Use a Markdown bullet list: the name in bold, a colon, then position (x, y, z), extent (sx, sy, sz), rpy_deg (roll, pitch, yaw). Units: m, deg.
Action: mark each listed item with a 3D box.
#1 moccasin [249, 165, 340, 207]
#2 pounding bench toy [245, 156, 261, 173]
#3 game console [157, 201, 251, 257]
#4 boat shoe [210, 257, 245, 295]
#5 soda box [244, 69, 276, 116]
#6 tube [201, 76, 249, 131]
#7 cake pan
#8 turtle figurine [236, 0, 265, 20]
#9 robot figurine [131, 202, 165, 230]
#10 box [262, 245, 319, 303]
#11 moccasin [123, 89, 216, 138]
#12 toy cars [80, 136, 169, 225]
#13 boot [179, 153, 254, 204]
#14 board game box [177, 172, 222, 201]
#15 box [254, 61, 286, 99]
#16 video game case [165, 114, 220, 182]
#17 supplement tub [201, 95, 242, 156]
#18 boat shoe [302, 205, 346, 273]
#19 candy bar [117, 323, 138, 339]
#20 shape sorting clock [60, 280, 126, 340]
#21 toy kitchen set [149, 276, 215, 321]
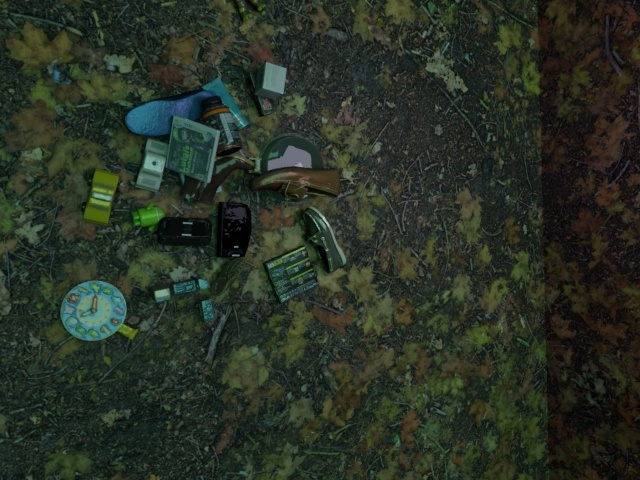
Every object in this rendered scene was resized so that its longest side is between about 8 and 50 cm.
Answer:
- **moccasin**: position (-0.094, -0.207, 1.872), extent (0.380, 0.139, 0.146), rpy_deg (-4, 86, -36)
- **pounding bench toy**: position (-0.257, -0.295, 1.864), extent (0.052, 0.083, 0.065), rpy_deg (0, 94, -27)
- **game console**: position (-0.426, -0.044, 1.796), extent (0.362, 0.044, 0.213), rpy_deg (2, 92, -35)
- **boat shoe**: position (-0.358, 0.141, 1.857), extent (0.064, 0.060, 0.178), rpy_deg (38, 77, 5)
- **soda box**: position (-0.234, -0.576, 1.875), extent (0.060, 0.053, 0.168), rpy_deg (-25, 104, -23)
- **tube**: position (-0.355, -0.516, 1.824), extent (0.080, 0.052, 0.207), rpy_deg (-42, 105, -23)
- **cake pan**: position (-0.108, -0.294, 1.956), extent (0.294, 0.054, 0.292), rpy_deg (-2, 94, -27)
- **turtle figurine**: position (-0.320, -0.942, 1.792), extent (0.269, 0.087, 0.217), rpy_deg (-47, 119, -26)
- **robot figurine**: position (-0.610, -0.086, 1.709), extent (0.115, 0.067, 0.101), rpy_deg (-12, 125, -27)
- **box**: position (-0.120, 0.140, 1.983), extent (0.191, 0.045, 0.184), rpy_deg (-25, 102, -22)
- **moccasin**: position (-0.529, -0.448, 1.706), extent (0.342, 0.117, 0.137), rpy_deg (-22, 115, -29)
- **toy cars**: position (-0.668, -0.209, 1.662), extent (0.394, 0.087, 0.176), rpy_deg (-39, 109, -19)
- **boot**: position (-0.384, -0.233, 1.778), extent (0.249, 0.090, 0.206), rpy_deg (11, 97, -26)
- **board game box**: position (-0.464, -0.259, 1.790), extent (0.136, 0.035, 0.201), rpy_deg (-19, 101, -25)
- **box**: position (-0.190, -0.601, 1.808), extent (0.087, 0.102, 0.101), rpy_deg (8, 88, -26)
- **video game case**: position (-0.445, -0.315, 1.658), extent (0.173, 0.022, 0.190), rpy_deg (21, 113, 10)
- **supplement tub**: position (-0.353, -0.403, 1.683), extent (0.106, 0.106, 0.197), rpy_deg (-20, 91, -24)
- **boat shoe**: position (0.003, 0.000, 1.999), extent (0.091, 0.109, 0.304), rpy_deg (-39, 113, -25)
- **candy bar**: position (-0.728, 0.299, 1.701), extent (0.162, 0.018, 0.040), rpy_deg (37, 78, -23)
- **shape sorting clock**: position (-0.778, 0.241, 1.645), extent (0.207, 0.040, 0.206), rpy_deg (2, 85, -17)
- **toy kitchen set**: position (-0.499, 0.234, 1.754), extent (0.207, 0.122, 0.165), rpy_deg (-11, 98, -25)
